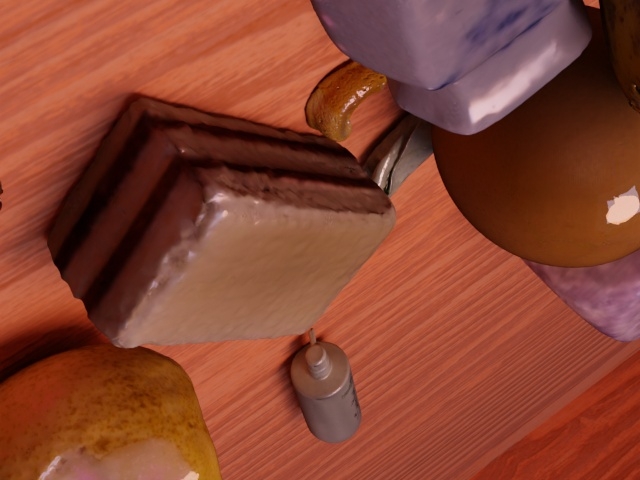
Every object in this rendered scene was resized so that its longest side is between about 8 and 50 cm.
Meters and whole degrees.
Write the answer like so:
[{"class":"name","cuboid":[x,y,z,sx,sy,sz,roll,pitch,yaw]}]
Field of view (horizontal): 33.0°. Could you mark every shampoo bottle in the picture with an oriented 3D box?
[{"class":"shampoo bottle","cuboid":[0.007,0.209,1.518,0.085,0.085,0.262,-34,154,-11]}]

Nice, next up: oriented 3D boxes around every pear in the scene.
[{"class":"pear","cuboid":[-0.224,0.231,1.040,0.271,0.271,0.271,-31,154,-17]}]

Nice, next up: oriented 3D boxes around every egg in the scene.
[{"class":"egg","cuboid":[0.239,-0.102,1.066,0.250,0.322,0.250,-3,117,-6]}]

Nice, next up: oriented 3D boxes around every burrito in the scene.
[{"class":"burrito","cuboid":[0.084,-0.090,1.175,0.118,0.044,0.074,-45,152,6]}]

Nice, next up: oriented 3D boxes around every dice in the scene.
[{"class":"dice","cuboid":[0.397,-0.047,1.412,0.271,0.270,0.270,-46,154,13]}]

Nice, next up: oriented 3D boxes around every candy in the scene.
[{"class":"candy","cuboid":[-0.077,-0.006,0.987,0.179,0.135,0.320,-48,153,21]}]

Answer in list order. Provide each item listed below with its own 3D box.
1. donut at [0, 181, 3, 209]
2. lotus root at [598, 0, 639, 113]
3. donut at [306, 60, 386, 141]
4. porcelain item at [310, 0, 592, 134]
[{"class":"donut","cuboid":[-0.312,-0.017,0.716,0.174,0.075,0.190,-9,145,-50]},{"class":"lotus root","cuboid":[0.315,-0.278,0.882,0.179,0.398,0.196,1,166,7]},{"class":"donut","cuboid":[0.028,-0.135,1.032,0.083,0.038,0.067,-33,151,-10]},{"class":"porcelain item","cuboid":[0.087,-0.244,0.767,0.242,0.178,0.405,-38,153,0]}]
